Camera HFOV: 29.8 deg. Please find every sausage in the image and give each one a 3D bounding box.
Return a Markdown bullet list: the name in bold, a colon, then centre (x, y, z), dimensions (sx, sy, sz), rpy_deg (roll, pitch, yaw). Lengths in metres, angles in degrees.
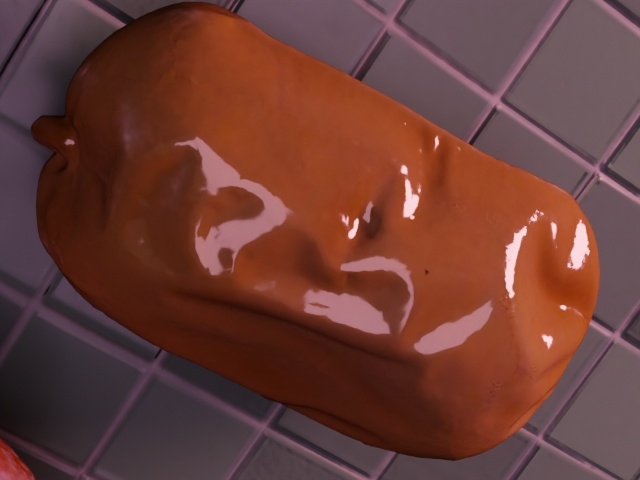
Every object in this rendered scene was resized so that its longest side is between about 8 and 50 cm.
- **sausage**: centre (0.000, 0.000, 0.484), dimensions (0.241, 0.120, 0.136), rpy_deg (30, 88, -18)

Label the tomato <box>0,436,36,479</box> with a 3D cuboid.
- **tomato**: centre (-0.207, 0.148, 0.435), dimensions (0.188, 0.232, 0.232), rpy_deg (-29, 116, 37)
